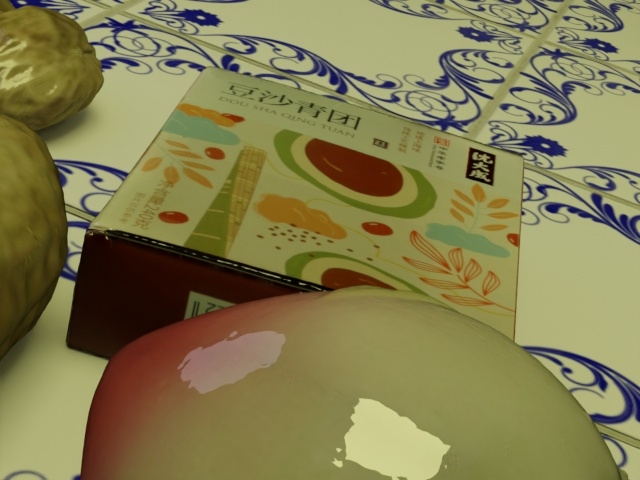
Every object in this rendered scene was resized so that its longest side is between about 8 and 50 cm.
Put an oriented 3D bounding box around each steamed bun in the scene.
[{"bbox_3d":[-0.007,0.151,0.707,0.309,0.309,0.309,12,29,-7],"label":"steamed bun"}]

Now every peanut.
[{"bbox_3d":[-0.297,0.014,0.949,0.192,0.169,0.387,18,25,3],"label":"peanut"},{"bbox_3d":[-0.350,-0.199,1.353,0.233,0.110,0.197,25,35,16],"label":"peanut"}]

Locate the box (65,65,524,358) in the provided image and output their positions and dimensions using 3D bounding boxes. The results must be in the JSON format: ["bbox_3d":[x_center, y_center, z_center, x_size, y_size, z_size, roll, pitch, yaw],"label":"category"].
[{"bbox_3d":[0.000,0.000,1.165,0.344,0.122,0.385,16,28,2],"label":"box"}]
